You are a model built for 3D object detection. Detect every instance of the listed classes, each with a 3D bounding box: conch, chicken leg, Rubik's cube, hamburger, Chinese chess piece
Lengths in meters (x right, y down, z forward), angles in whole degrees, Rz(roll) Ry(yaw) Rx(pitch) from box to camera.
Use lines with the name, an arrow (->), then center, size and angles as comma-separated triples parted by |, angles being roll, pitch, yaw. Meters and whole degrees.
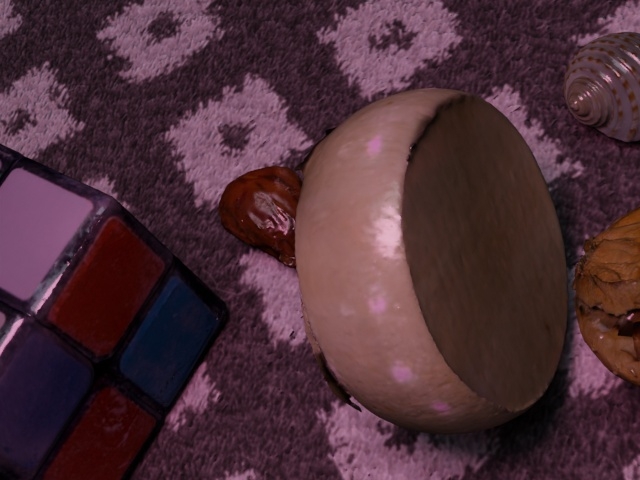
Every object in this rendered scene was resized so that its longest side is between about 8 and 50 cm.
conch -> 0.357, -0.182, 1.426 | 0.153, 0.102, 0.135 | -32, 69, 2
chicken leg -> 0.000, 0.000, 1.483 | 0.304, 0.093, 0.113 | 33, 67, 29
Rubik's cube -> -0.354, 0.093, 1.433 | 0.316, 0.318, 0.313 | 23, 73, 30
hamburger -> 0.386, 0.045, 1.216 | 0.265, 0.134, 0.285 | -18, 13, 24
Chinese chess piece -> 0.118, 0.021, 1.259 | 0.146, 0.349, 0.349 | -13, 56, 36
